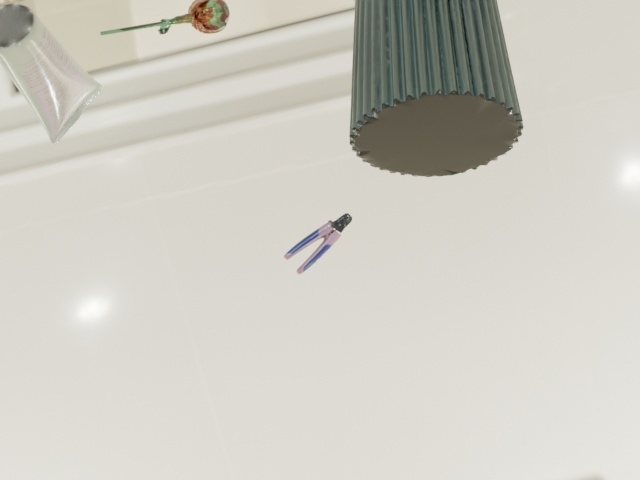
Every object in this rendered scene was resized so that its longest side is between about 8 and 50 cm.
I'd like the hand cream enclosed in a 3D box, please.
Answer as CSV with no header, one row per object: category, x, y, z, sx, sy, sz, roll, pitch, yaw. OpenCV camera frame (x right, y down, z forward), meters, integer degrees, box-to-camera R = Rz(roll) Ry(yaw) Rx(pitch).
hand cream,-0.615,-0.376,2.122,0.118,0.359,0.186,26,-108,23

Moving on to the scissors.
scissors,0.000,0.000,1.373,0.113,0.039,0.012,-41,-174,1

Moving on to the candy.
candy,-0.330,-0.467,2.044,0.287,0.078,0.084,-16,-143,-21

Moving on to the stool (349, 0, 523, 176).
stool,0.195,-0.324,1.693,0.297,0.330,0.297,-1,157,0
